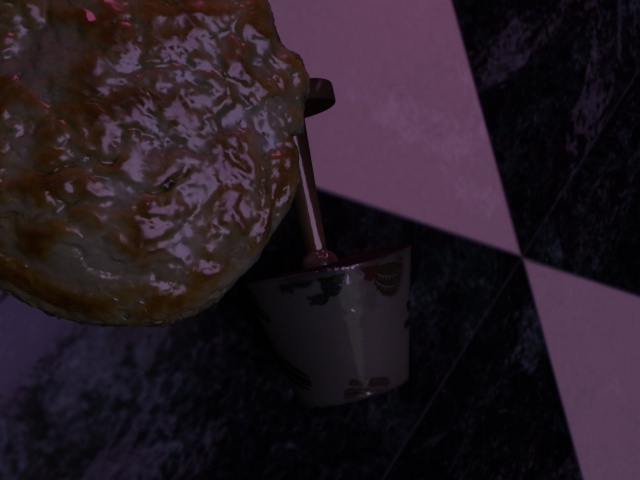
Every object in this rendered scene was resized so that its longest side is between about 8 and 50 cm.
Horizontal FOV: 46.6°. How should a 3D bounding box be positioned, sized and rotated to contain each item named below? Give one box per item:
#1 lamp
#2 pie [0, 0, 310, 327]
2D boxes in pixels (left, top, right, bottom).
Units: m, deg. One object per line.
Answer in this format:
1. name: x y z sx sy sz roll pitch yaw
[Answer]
1. lamp: 0.000 0.000 0.514 0.121 0.121 0.214 -11 89 -31
2. pie: -0.109 -0.068 0.443 0.201 0.090 0.247 19 88 -11
